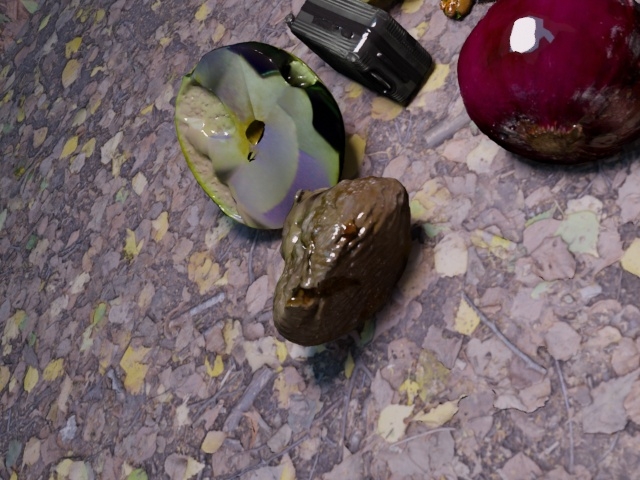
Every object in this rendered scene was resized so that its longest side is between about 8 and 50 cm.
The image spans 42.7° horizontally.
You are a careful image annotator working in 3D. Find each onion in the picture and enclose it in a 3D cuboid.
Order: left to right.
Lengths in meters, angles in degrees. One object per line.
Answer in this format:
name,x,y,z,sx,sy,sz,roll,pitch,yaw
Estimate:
onion,0.380,-0.291,1.317,0.336,0.260,0.282,5,66,45

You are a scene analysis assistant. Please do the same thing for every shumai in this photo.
shumai,-0.003,-0.002,1.510,0.346,0.217,0.283,-54,49,7

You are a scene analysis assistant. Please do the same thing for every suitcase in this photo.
suitcase,0.076,-0.416,1.708,0.128,0.202,0.312,-54,42,5

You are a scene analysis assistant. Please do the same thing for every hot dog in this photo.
hot dog,0.287,-0.542,1.691,0.072,0.055,0.188,-8,63,42

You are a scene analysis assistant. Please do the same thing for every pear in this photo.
pear,-0.104,-0.235,1.728,0.398,0.399,0.165,-22,13,33

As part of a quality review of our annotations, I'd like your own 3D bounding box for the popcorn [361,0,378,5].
popcorn,0.112,-0.642,1.757,0.282,0.247,0.282,-34,22,16
